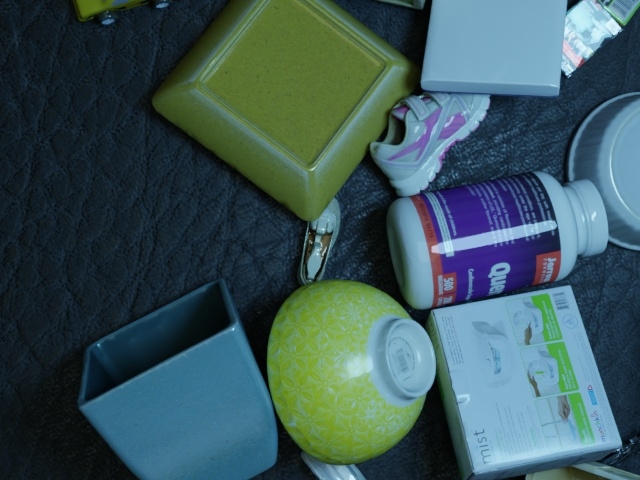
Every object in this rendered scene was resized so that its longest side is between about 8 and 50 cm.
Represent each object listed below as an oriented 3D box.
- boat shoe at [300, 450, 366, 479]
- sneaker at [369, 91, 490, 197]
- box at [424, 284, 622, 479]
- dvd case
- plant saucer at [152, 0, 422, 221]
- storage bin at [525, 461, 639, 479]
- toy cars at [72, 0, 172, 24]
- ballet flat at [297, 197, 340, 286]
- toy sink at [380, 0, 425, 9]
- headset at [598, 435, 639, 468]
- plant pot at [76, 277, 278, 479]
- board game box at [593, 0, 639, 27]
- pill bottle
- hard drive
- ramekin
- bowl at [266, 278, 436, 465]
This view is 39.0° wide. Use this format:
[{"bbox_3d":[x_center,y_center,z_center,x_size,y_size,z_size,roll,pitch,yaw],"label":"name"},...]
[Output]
[{"bbox_3d":[0.037,0.402,1.467,0.063,0.066,0.184,-38,93,10],"label":"boat shoe"},{"bbox_3d":[0.176,-0.196,1.458,0.111,0.103,0.252,38,85,-23],"label":"sneaker"},{"bbox_3d":[0.306,0.226,1.412,0.231,0.126,0.262,-11,66,-4],"label":"box"},{"bbox_3d":[0.434,-0.346,1.522,0.119,0.013,0.087,-42,94,11],"label":"dvd case"},{"bbox_3d":[-0.045,-0.256,1.450,0.333,0.081,0.332,37,80,-2],"label":"plant saucer"},{"bbox_3d":[0.437,0.486,1.379,0.123,0.262,0.260,12,87,-39],"label":"storage bin"},{"bbox_3d":[-0.411,-0.464,1.450,0.394,0.087,0.176,24,87,-3],"label":"toy cars"},{"bbox_3d":[0.000,0.000,1.479,0.057,0.052,0.168,10,87,-3],"label":"ballet flat"},{"bbox_3d":[0.062,-0.460,1.436,0.234,0.153,0.131,15,93,6],"label":"toy sink"},{"bbox_3d":[0.605,0.488,1.431,0.185,0.243,0.394,-28,75,15],"label":"headset"},{"bbox_3d":[-0.190,0.247,1.372,0.248,0.247,0.252,-28,107,-4],"label":"plant pot"},{"bbox_3d":[0.540,-0.501,1.539,0.124,0.039,0.259,37,89,-2],"label":"board game box"},{"bbox_3d":[0.276,-0.006,1.433,0.323,0.181,0.181,-11,89,-4],"label":"pill bottle"},{"bbox_3d":[0.285,-0.380,1.444,0.210,0.040,0.318,5,70,14],"label":"hard drive"},{"bbox_3d":[0.552,-0.117,1.481,0.273,0.127,0.272,0,89,-4],"label":"ramekin"},{"bbox_3d":[0.076,0.186,1.350,0.289,0.156,0.289,18,65,-43],"label":"bowl"}]
